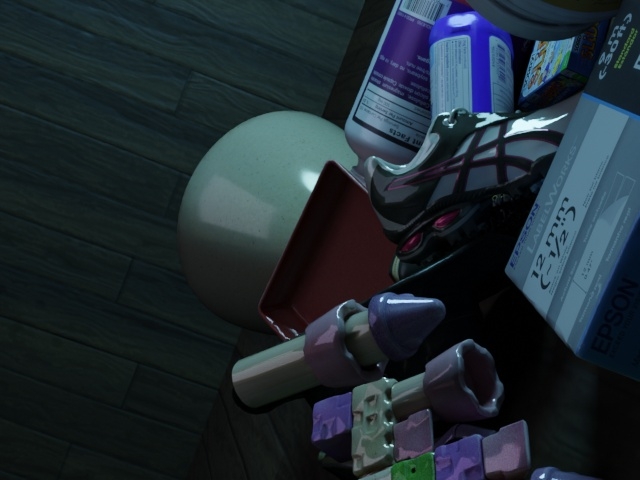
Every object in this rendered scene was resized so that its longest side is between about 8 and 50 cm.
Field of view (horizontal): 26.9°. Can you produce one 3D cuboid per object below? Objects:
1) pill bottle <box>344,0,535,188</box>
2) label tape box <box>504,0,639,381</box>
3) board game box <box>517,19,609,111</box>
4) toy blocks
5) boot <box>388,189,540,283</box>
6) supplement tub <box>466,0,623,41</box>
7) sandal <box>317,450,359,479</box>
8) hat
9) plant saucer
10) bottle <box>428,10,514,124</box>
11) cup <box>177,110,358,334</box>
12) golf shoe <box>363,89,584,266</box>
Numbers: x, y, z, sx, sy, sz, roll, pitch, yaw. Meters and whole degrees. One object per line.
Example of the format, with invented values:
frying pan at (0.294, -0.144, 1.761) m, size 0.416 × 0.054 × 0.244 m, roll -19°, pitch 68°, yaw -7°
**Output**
pill bottle at (0.145, -0.188, 1.680) m, size 0.181 × 0.181 × 0.323 m, roll -105°, pitch 36°, yaw -75°
label tape box at (0.245, -0.053, 1.025) m, size 0.348 × 0.115 × 0.249 m, roll -115°, pitch 46°, yaw -75°
board game box at (0.282, -0.251, 1.475) m, size 0.136 × 0.035 × 0.201 m, roll 138°, pitch 150°, yaw -71°
toy blocks at (0.116, 0.211, 1.038) m, size 0.260 × 0.309 × 0.288 m, roll -24°, pitch 49°, yaw 30°
boot at (0.165, -0.022, 1.336) m, size 0.198 × 0.077 × 0.137 m, roll -41°, pitch 4°, yaw -21°
supplement tub at (0.255, -0.339, 1.217) m, size 0.316 × 0.228 × 0.228 m, roll 129°, pitch 159°, yaw -64°
sandal at (0.063, 0.237, 1.469) m, size 0.086 × 0.120 × 0.303 m, roll -57°, pitch 7°, yaw -7°
hat at (0.087, 0.132, 1.310) m, size 0.134 × 0.331 × 0.331 m, roll 62°, pitch 149°, yaw 19°
plant saucer at (0.057, 0.072, 1.645) m, size 0.047 × 0.258 × 0.259 m, roll -13°, pitch -41°, yaw -45°
bottle at (0.171, -0.108, 1.488) m, size 0.118 × 0.092 × 0.283 m, roll 40°, pitch -133°, yaw -64°
cup at (0.000, 0.000, 1.873) m, size 0.237 × 0.331 × 0.331 m, roll 24°, pitch 94°, yaw 54°
golf shoe at (0.165, -0.087, 1.243) m, size 0.273 × 0.120 × 0.105 m, roll -33°, pitch -7°, yaw 13°
